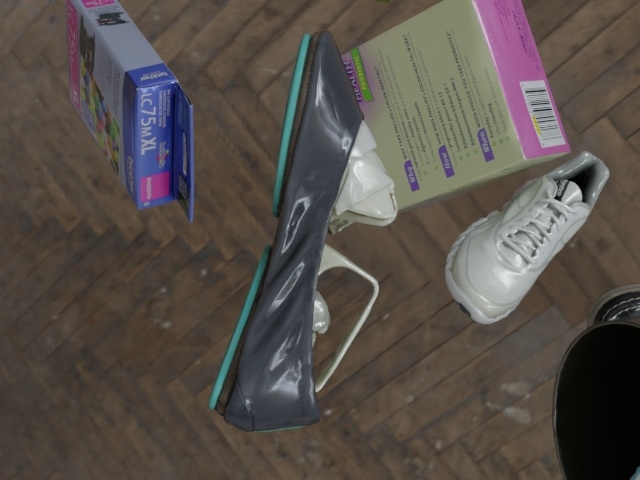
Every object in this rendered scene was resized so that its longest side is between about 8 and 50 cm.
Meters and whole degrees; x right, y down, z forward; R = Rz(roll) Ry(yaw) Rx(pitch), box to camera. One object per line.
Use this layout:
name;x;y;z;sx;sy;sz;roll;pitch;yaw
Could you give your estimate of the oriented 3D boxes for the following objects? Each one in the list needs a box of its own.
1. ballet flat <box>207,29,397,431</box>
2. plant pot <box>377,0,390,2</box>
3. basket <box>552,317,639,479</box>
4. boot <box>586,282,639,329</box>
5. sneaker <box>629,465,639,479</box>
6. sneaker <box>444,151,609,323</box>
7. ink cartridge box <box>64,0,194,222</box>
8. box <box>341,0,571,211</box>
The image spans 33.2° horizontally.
ballet flat;0.000;0.000;0.539;0.074;0.074;0.203;15;91;21
plant pot;0.068;-0.243;0.908;0.083;0.079;0.083;35;155;19
basket;0.315;0.134;0.839;0.154;0.227;0.204;-5;98;52
boot;0.404;0.249;1.147;0.138;0.284;0.377;-17;102;7
sneaker;0.213;0.095;0.391;0.229;0.092;0.087;-25;110;6
sneaker;0.251;-0.013;1.292;0.110;0.292;0.118;44;142;2
ink cartridge box;-0.246;-0.175;1.365;0.311;0.065;0.185;50;146;38
box;0.153;-0.166;1.338;0.243;0.117;0.213;-22;84;40
